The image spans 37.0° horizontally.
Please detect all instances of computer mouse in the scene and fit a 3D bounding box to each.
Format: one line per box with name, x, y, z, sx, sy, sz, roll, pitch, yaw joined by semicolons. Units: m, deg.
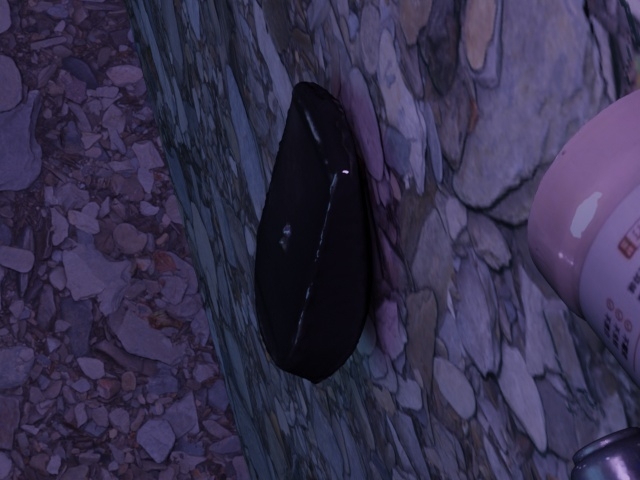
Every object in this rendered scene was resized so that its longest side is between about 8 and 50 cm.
computer mouse;0.005;0.001;0.870;0.168;0.087;0.295;-110;26;-47

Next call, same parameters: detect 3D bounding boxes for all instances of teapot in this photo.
teapot;0.164;0.131;0.461;0.049;0.063;0.083;33;-151;-61

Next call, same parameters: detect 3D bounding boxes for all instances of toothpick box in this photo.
toothpick box;0.143;0.026;0.301;0.149;0.098;0.098;-118;19;-47
